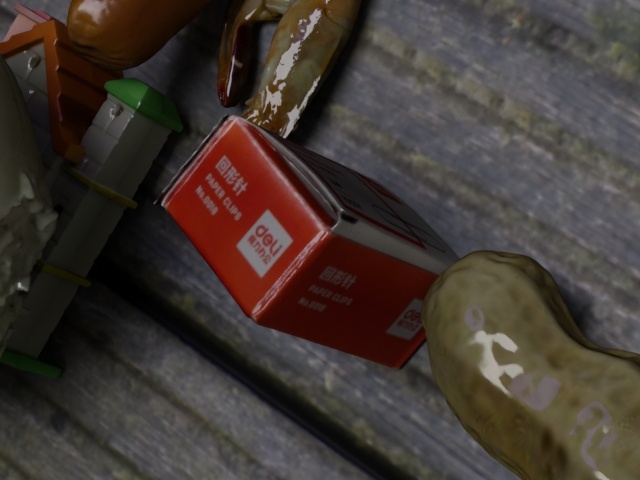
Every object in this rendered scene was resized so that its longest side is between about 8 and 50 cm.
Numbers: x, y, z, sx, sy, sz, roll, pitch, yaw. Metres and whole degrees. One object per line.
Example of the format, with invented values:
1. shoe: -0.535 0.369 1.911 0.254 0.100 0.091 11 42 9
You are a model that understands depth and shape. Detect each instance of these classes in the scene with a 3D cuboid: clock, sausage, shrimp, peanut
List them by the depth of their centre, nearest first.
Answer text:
1. peanut: 0.158 0.105 1.167 0.125 0.111 0.274 -47 56 11
2. shrimp: -0.038 -0.151 1.410 0.133 0.053 0.236 16 85 36
3. sausage: -0.105 -0.229 1.425 0.098 0.098 0.238 29 73 37
4. clock: -0.249 -0.052 1.508 0.220 0.106 0.255 34 93 35

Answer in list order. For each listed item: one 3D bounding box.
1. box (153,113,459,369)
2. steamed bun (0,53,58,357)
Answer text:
1. box: 0.000 0.000 1.263 0.099 0.182 0.133 -51 52 13
2. steamed bun: -0.347 -0.031 1.359 0.334 0.233 0.312 -23 60 14
